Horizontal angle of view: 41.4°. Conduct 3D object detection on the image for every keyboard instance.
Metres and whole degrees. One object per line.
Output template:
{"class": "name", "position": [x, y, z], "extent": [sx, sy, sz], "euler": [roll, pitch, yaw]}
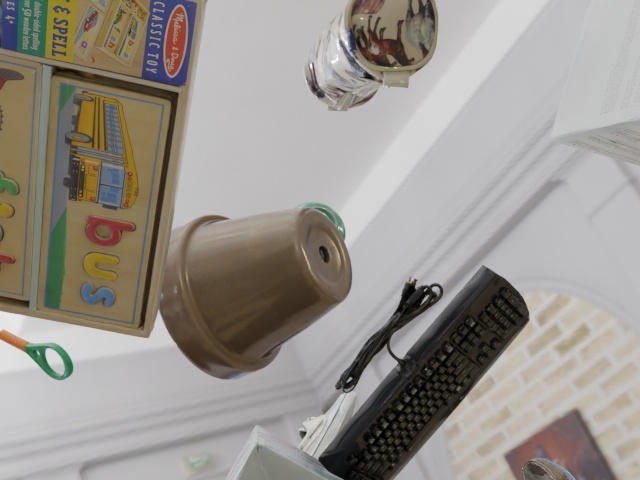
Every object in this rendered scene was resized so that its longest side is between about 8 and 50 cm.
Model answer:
{"class": "keyboard", "position": [0.116, 0.163, 1.030], "extent": [0.201, 0.033, 0.317], "euler": [38, -88, -34]}

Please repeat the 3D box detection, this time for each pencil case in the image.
{"class": "pencil case", "position": [0.078, -0.337, 1.529], "extent": [0.160, 0.184, 0.410], "euler": [13, -2, -11]}

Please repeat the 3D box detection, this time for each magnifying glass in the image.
{"class": "magnifying glass", "position": [-0.679, 0.264, 2.017], "extent": [0.026, 0.231, 0.092], "euler": [-37, -41, -53]}

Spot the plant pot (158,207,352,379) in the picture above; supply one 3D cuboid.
{"class": "plant pot", "position": [-0.081, 0.059, 1.286], "extent": [0.229, 0.263, 0.263], "euler": [-22, -21, 28]}

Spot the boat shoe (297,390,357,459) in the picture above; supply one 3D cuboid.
{"class": "boat shoe", "position": [-0.005, 0.408, 1.773], "extent": [0.258, 0.084, 0.095], "euler": [-53, -21, -40]}

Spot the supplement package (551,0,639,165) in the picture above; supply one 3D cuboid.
{"class": "supplement package", "position": [0.271, -0.143, 0.555], "extent": [0.149, 0.194, 0.203], "euler": [16, 4, 1]}

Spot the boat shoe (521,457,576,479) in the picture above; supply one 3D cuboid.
{"class": "boat shoe", "position": [0.342, 0.377, 1.220], "extent": [0.066, 0.183, 0.066], "euler": [20, -75, -31]}

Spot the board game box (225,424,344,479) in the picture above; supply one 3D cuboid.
{"class": "board game box", "position": [-0.007, 0.334, 1.071], "extent": [0.097, 0.224, 0.303], "euler": [-61, -1, -9]}

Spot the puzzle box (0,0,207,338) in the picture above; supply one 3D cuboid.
{"class": "puzzle box", "position": [-0.280, -0.091, 0.882], "extent": [0.272, 0.052, 0.409], "euler": [11, -60, -6]}

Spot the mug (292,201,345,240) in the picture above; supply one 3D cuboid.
{"class": "mug", "position": [-0.002, -0.009, 1.716], "extent": [0.157, 0.129, 0.097], "euler": [20, -32, -7]}
